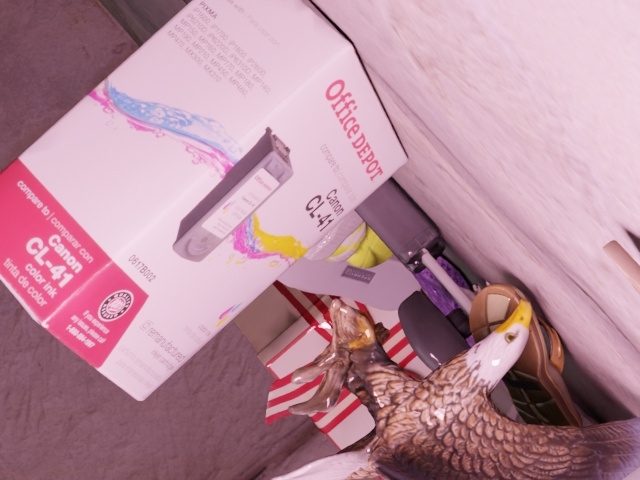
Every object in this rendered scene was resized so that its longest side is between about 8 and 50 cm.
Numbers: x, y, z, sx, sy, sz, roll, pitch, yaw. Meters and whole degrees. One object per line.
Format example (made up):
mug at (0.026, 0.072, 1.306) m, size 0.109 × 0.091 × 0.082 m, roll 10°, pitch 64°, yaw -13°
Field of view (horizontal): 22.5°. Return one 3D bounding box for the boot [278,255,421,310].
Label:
boot at (0.000, 0.000, 1.878) m, size 0.258 × 0.095 × 0.123 m, roll 26°, pitch -163°, yaw -41°

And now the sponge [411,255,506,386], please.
sponge at (0.152, 0.076, 1.701) m, size 0.210 × 0.031 × 0.117 m, roll 52°, pitch 176°, yaw -38°

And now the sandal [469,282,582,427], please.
sandal at (0.180, 0.097, 1.357) m, size 0.072 × 0.049 × 0.180 m, roll 7°, pitch 139°, yaw 44°

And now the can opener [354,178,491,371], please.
can opener at (0.075, 0.009, 1.519) m, size 0.280 × 0.093 × 0.074 m, roll 53°, pitch 179°, yaw 19°

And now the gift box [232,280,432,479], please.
gift box at (0.042, 0.166, 2.207) m, size 0.255 × 0.276 × 0.258 m, roll 45°, pitch 177°, yaw -21°

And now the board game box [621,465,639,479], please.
board game box at (0.285, 0.237, 0.874) m, size 0.224 × 0.097 × 0.303 m, roll 49°, pitch -177°, yaw -9°

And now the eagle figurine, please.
eagle figurine at (0.127, 0.154, 1.259) m, size 0.298 × 0.226 × 0.225 m, roll 37°, pitch 131°, yaw 17°

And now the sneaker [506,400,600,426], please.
sneaker at (0.275, 0.229, 1.508) m, size 0.095 × 0.090 × 0.235 m, roll 34°, pitch -165°, yaw -52°

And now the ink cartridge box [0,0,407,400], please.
ink cartridge box at (-0.100, -0.042, 1.257) m, size 0.131 × 0.306 × 0.226 m, roll 47°, pitch 176°, yaw 25°

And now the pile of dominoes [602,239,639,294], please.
pile of dominoes at (0.251, 0.103, 0.786) m, size 0.196 × 0.040 × 0.251 m, roll 46°, pitch -174°, yaw -28°

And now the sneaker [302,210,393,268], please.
sneaker at (-0.001, -0.042, 1.698) m, size 0.126 × 0.091 × 0.240 m, roll 53°, pitch -172°, yaw 24°
